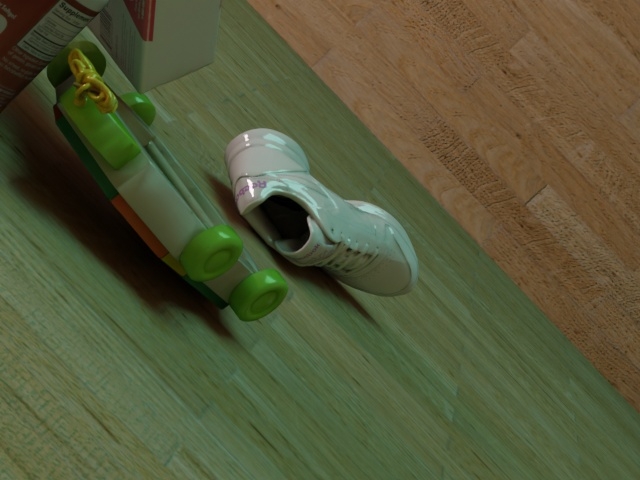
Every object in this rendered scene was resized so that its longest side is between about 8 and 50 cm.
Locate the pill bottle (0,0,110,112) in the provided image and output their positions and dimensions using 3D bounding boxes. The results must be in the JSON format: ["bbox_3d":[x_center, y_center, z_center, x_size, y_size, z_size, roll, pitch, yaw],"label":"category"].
[{"bbox_3d":[-0.256,-0.213,1.384,0.121,0.216,0.121,44,11,-11],"label":"pill bottle"}]

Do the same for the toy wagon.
[{"bbox_3d":[-0.159,-0.064,1.470,0.267,0.068,0.344,52,2,27],"label":"toy wagon"}]

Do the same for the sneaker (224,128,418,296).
[{"bbox_3d":[0.000,0.000,1.944,0.305,0.114,0.152,35,29,-29],"label":"sneaker"}]

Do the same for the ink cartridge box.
[{"bbox_3d":[-0.185,-0.272,1.519,0.218,0.092,0.159,50,-29,25],"label":"ink cartridge box"}]
